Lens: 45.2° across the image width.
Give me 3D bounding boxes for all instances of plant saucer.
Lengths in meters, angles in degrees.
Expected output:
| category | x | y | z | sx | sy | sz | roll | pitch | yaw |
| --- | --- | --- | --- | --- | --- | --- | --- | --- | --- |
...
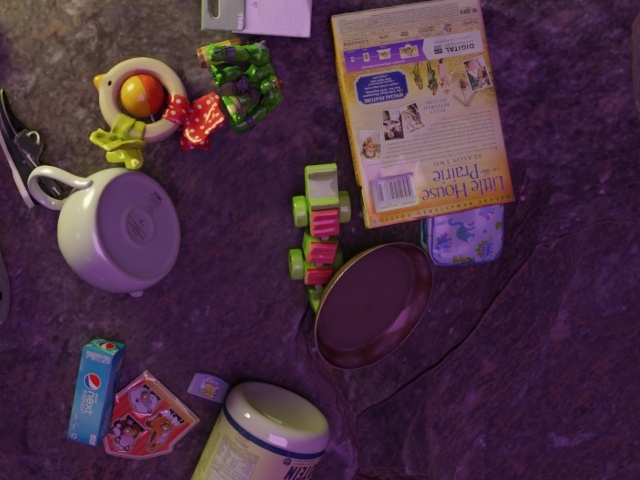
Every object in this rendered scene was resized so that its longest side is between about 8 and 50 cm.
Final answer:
| category | x | y | z | sx | sy | sz | roll | pitch | yaw |
| --- | --- | --- | --- | --- | --- | --- | --- | --- | --- |
| plant saucer | 0.106 | 0.132 | 1.624 | 0.310 | 0.050 | 0.311 | -20 | 127 | -28 |

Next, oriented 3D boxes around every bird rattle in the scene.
| category | x | y | z | sx | sy | sz | roll | pitch | yaw |
| --- | --- | --- | --- | --- | --- | --- | --- | --- | --- |
| bird rattle | -0.317 | -0.248 | 1.454 | 0.253 | 0.143 | 0.207 | -23 | 92 | -7 |

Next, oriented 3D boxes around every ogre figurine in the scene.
| category | x | y | z | sx | sy | sz | roll | pitch | yaw |
| --- | --- | --- | --- | --- | --- | --- | --- | --- | --- |
| ogre figurine | -0.139 | -0.305 | 1.482 | 0.118 | 0.097 | 0.197 | -27 | 115 | -10 |

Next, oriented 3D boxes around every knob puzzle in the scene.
| category | x | y | z | sx | sy | sz | roll | pitch | yaw |
| --- | --- | --- | --- | --- | --- | --- | --- | --- | --- |
| knob puzzle | -0.389 | 0.400 | 1.665 | 0.213 | 0.030 | 0.213 | -3 | 106 | -10 |

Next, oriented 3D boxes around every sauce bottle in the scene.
| category | x | y | z | sx | sy | sz | roll | pitch | yaw |
| --- | --- | --- | --- | --- | --- | --- | --- | --- | --- |
| sauce bottle | -0.174 | -0.366 | 1.488 | 0.128 | 0.042 | 0.042 | -15 | 108 | -5 |

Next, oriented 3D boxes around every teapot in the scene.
| category | x | y | z | sx | sy | sz | roll | pitch | yaw |
| --- | --- | --- | --- | --- | --- | --- | --- | --- | --- |
| teapot | -0.408 | -0.014 | 1.465 | 0.187 | 0.252 | 0.256 | -10 | 87 | 34 |

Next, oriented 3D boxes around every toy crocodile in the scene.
| category | x | y | z | sx | sy | sz | roll | pitch | yaw |
| --- | --- | --- | --- | --- | --- | --- | --- | --- | --- |
| toy crocodile | 0.000 | 0.000 | 1.570 | 0.115 | 0.105 | 0.341 | -2 | 122 | -11 |

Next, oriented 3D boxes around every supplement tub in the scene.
| category | x | y | z | sx | sy | sz | roll | pitch | yaw |
| --- | --- | --- | --- | --- | --- | --- | --- | --- | --- |
| supplement tub | -0.141 | 0.491 | 1.632 | 0.235 | 0.235 | 0.325 | 21 | 101 | -16 |

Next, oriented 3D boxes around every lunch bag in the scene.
| category | x | y | z | sx | sy | sz | roll | pitch | yaw |
| --- | --- | --- | --- | --- | --- | --- | --- | --- | --- |
| lunch bag | 0.298 | -0.060 | 1.641 | 0.176 | 0.090 | 0.219 | -5 | 106 | -11 |

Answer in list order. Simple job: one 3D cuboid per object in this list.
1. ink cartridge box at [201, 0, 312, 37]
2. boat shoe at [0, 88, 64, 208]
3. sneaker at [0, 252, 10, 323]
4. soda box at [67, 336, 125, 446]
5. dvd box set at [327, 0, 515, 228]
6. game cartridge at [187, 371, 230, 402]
| category | x | y | z | sx | sy | sz | roll | pitch | yaw |
| --- | --- | --- | --- | --- | --- | --- | --- | --- | --- |
| ink cartridge box | -0.122 | -0.448 | 1.465 | 0.209 | 0.062 | 0.109 | 1 | 105 | -11 |
| boat shoe | -0.556 | -0.179 | 1.447 | 0.079 | 0.084 | 0.233 | -19 | 114 | -9 |
| sneaker | -0.683 | 0.061 | 1.497 | 0.121 | 0.079 | 0.217 | -3 | 105 | 0 |
| soda box | -0.464 | 0.313 | 1.596 | 0.067 | 0.071 | 0.210 | 15 | 103 | 4 |
| dvd box set | 0.201 | -0.255 | 1.529 | 0.307 | 0.062 | 0.421 | -12 | 92 | -7 |
| game cartridge | -0.242 | 0.318 | 1.679 | 0.083 | 0.017 | 0.056 | 22 | 96 | -16 |
